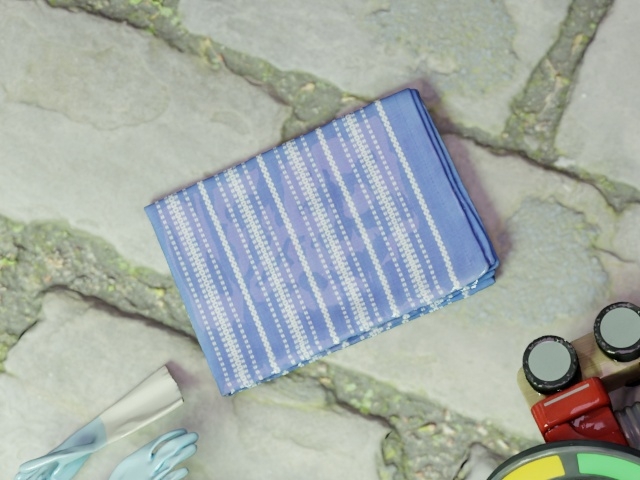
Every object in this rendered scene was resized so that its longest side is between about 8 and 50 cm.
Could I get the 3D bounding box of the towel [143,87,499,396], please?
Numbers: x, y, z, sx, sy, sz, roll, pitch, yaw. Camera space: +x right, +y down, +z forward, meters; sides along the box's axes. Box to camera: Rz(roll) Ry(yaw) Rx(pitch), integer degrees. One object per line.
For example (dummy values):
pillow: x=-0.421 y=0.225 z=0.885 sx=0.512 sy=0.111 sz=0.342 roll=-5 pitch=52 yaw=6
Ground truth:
towel: x=0.000 y=0.000 z=2.008 sx=0.336 sy=0.040 sz=0.243 roll=-24 pitch=75 yaw=4

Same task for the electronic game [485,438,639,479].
electronic game: x=0.266 y=0.287 z=1.834 sx=0.229 sy=0.229 sz=0.048 roll=3 pitch=35 yaw=10

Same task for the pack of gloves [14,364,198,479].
pack of gloves: x=-0.240 y=0.234 z=1.933 sx=0.232 sy=0.046 sz=0.195 roll=-37 pitch=30 yaw=0

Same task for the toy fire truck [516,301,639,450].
toy fire truck: x=0.343 y=0.197 z=1.869 sx=0.217 sy=0.158 sz=0.246 roll=-25 pitch=65 yaw=3
